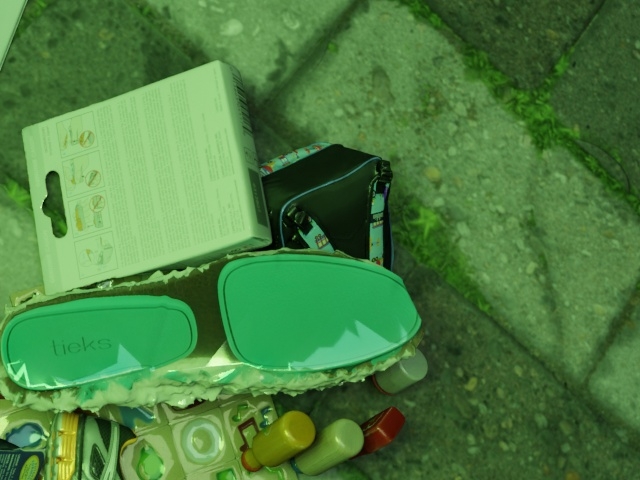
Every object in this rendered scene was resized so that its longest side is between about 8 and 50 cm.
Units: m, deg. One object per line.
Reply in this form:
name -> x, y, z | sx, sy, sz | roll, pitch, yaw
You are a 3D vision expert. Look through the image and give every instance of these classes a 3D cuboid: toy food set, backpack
toy food set -> 0.022, 0.169, 1.182 | 0.111, 0.104, 0.232 | 44, 47, -6
backpack -> 0.000, 0.000, 1.189 | 0.158, 0.117, 0.173 | -29, 125, -31

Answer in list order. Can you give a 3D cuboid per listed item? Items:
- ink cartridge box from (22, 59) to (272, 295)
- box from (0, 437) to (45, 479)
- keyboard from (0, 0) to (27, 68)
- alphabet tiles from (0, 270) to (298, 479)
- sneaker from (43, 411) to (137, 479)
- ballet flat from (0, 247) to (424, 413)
ink cartridge box -> -0.175, -0.058, 1.127 | 0.232, 0.066, 0.189 | -17, 74, 21
box -> -0.338, 0.240, 0.975 | 0.036, 0.225, 0.137 | 17, 87, 26
keyboard -> -0.351, -0.232, 1.166 | 0.072, 0.014, 0.256 | 19, 72, -11
alphabet tiles -> -0.181, 0.194, 1.136 | 0.285, 0.011, 0.343 | -16, 85, -23
sneaker -> -0.216, 0.267, 1.057 | 0.083, 0.084, 0.215 | 7, 75, -24
ballet flat -> -0.111, 0.092, 1.086 | 0.408, 0.147, 0.147 | -4, 79, -9
